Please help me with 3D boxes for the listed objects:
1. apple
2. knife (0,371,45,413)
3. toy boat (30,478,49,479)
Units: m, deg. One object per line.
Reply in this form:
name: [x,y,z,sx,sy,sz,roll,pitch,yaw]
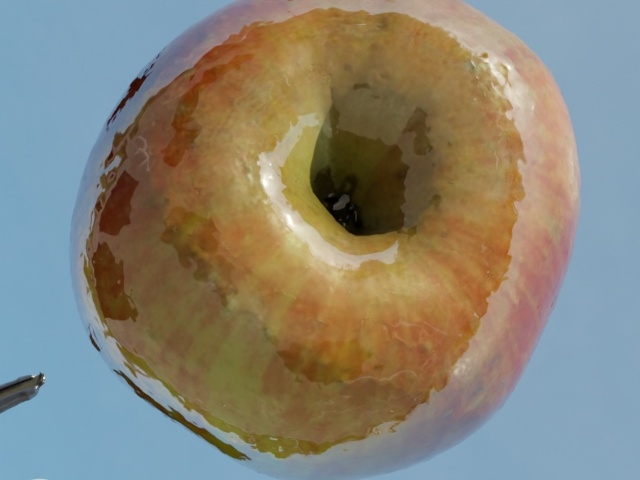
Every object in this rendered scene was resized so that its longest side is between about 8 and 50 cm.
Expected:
apple: [0.000,0.000,0.762,0.302,0.301,0.301,10,-69,27]
knife: [-0.282,0.136,1.045,0.121,0.031,0.018,-20,-46,-2]
toy boat: [-0.280,0.370,1.247,0.100,0.199,0.290,-6,-74,63]
